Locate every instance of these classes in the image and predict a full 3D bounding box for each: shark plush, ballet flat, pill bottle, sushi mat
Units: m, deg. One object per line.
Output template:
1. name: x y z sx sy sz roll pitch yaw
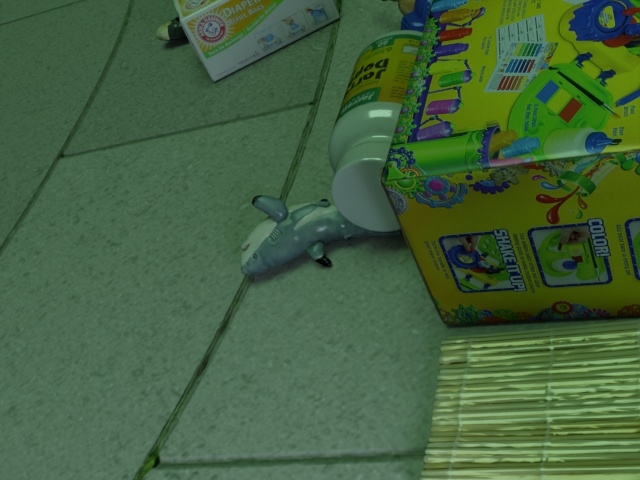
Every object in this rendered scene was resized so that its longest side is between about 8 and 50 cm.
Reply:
1. shark plush: 0.000 0.000 0.872 0.161 0.073 0.067 0 64 2
2. ballet flat: -0.175 -0.352 1.331 0.173 0.049 0.057 -21 39 9
3. pill bottle: 0.072 -0.108 0.861 0.117 0.118 0.208 -8 40 23
4. sushi mat: 0.230 0.115 0.616 0.316 0.019 0.151 -8 42 23

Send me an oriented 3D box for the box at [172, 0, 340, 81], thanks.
1. box: -0.093 -0.328 1.215 0.203 0.103 0.114 -26 39 3

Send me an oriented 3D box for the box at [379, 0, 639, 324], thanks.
1. box: 0.230 -0.101 0.723 0.279 0.177 0.290 -5 44 26

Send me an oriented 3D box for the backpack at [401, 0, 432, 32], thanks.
1. backpack: 0.154 -0.215 0.959 0.101 0.098 0.120 -35 51 -1

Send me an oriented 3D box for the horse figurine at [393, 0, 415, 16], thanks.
1. horse figurine: 0.171 -0.314 1.076 0.263 0.066 0.174 -25 38 5
